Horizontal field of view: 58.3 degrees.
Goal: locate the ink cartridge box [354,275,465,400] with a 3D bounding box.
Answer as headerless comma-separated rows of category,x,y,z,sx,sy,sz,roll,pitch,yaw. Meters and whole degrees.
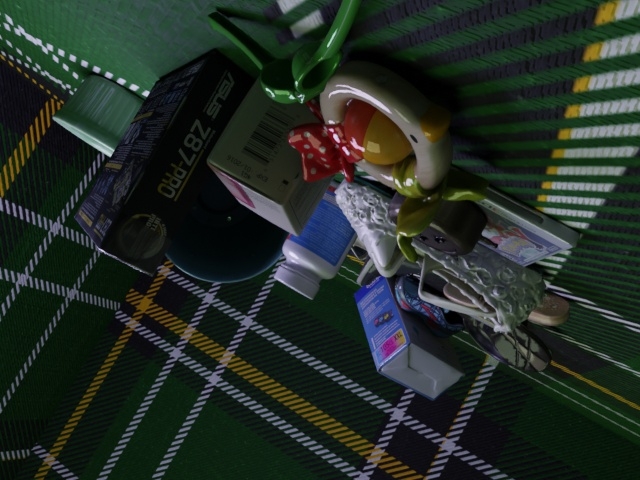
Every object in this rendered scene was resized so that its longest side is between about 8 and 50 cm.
ink cartridge box,0.268,0.271,1.827,0.270,0.151,0.396,33,-154,-30

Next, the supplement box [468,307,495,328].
supplement box,0.349,0.128,1.185,0.083,0.083,0.056,27,172,16

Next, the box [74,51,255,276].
box,-0.277,-0.133,0.957,0.097,0.319,0.394,33,172,-28

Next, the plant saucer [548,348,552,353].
plant saucer,0.571,0.296,1.667,0.194,0.038,0.195,30,174,4

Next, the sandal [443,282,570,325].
sandal,0.334,0.080,1.052,0.239,0.088,0.079,15,134,41

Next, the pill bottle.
pill bottle,0.000,0.000,1.146,0.124,0.222,0.124,30,173,4

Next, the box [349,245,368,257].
box,0.009,-0.035,1.535,0.183,0.059,0.232,35,171,-29

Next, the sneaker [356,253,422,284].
sneaker,0.158,0.055,1.224,0.118,0.083,0.222,26,148,-1

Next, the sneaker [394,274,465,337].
sneaker,0.335,0.180,1.700,0.261,0.104,0.125,39,143,-18

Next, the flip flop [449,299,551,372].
flip flop,0.426,0.193,1.348,0.277,0.080,0.112,41,139,23

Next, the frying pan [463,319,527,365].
frying pan,0.474,0.233,1.555,0.197,0.053,0.326,35,158,33

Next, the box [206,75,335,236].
box,-0.059,-0.116,0.870,0.126,0.149,0.232,29,173,7

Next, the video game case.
video game case,0.236,-0.027,0.800,0.183,0.023,0.201,29,173,7

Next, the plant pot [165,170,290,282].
plant pot,-0.215,-0.086,1.255,0.292,0.293,0.235,33,-173,-21

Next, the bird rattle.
bird rattle,0.069,-0.116,0.635,0.253,0.143,0.207,45,164,24

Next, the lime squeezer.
lime squeezer,-0.021,-0.190,0.561,0.058,0.110,0.310,-17,-161,-27

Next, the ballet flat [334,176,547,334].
ballet flat,0.176,0.025,0.977,0.408,0.147,0.147,29,173,18

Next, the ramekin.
ramekin,-0.521,-0.295,1.506,0.303,0.148,0.303,30,173,4

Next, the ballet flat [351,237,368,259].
ballet flat,0.131,0.025,1.343,0.248,0.086,0.086,38,170,-34

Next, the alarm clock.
alarm clock,0.142,-0.038,0.782,0.192,0.064,0.129,37,170,-23
